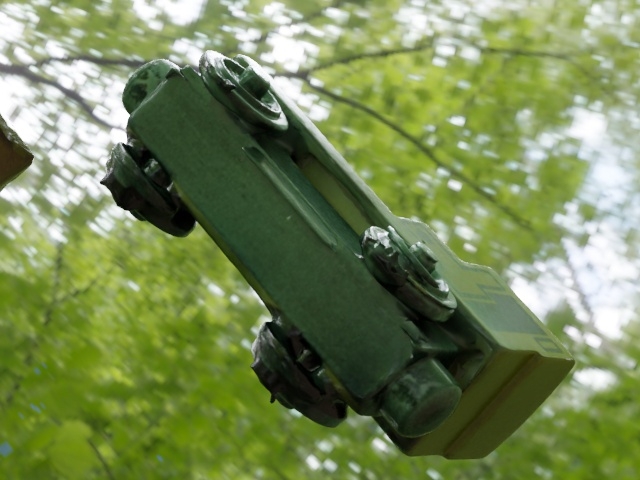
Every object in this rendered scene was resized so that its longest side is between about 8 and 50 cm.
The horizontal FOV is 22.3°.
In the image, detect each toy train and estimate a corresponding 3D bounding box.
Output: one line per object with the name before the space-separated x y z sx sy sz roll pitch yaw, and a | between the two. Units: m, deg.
toy train | 0.000 0.000 1.211 0.150 0.369 0.237 -49 -28 17

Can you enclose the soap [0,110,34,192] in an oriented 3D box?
soap | -0.329 -0.054 0.603 0.304 0.169 0.339 -39 -96 -20
